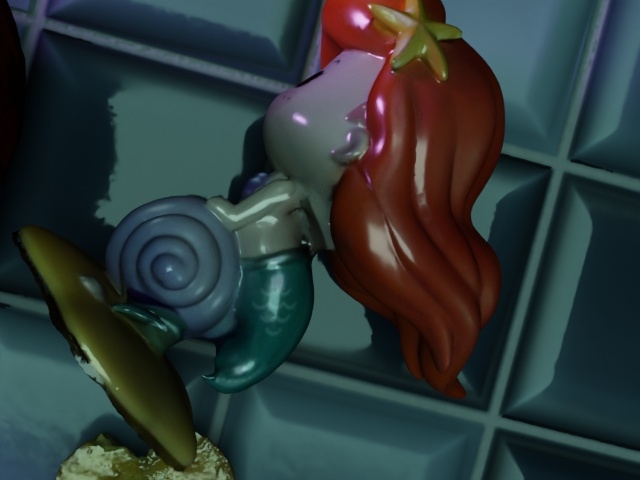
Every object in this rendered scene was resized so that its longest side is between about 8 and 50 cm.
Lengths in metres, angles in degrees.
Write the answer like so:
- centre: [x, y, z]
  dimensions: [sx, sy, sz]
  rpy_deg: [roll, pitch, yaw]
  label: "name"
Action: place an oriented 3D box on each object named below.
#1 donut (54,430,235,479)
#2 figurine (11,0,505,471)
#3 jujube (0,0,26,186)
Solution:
- centre: [-0.103, 0.157, 0.588]
  dimensions: [0.108, 0.043, 0.097]
  rpy_deg: [3, 92, -5]
  label: "donut"
- centre: [-0.002, -0.002, 0.535]
  dimensions: [0.257, 0.181, 0.208]
  rpy_deg: [-34, 55, -4]
  label: "figurine"
- centre: [-0.266, -0.058, 0.402]
  dimensions: [0.276, 0.377, 0.276]
  rpy_deg: [-1, 100, -9]
  label: "jujube"
